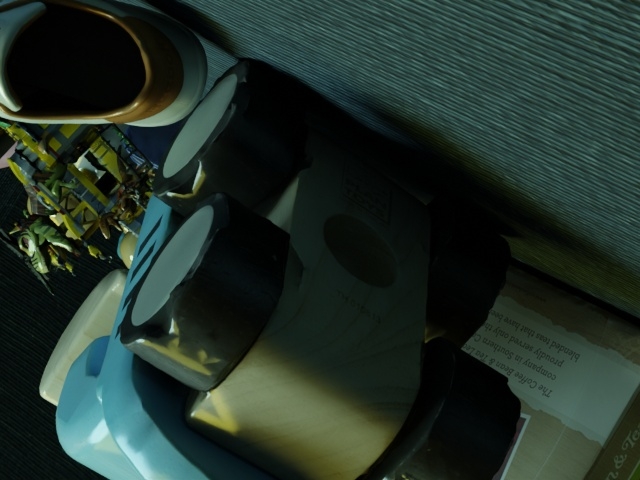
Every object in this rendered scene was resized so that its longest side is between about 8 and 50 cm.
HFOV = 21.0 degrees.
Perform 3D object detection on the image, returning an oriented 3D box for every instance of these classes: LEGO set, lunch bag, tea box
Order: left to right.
[{"bbox_3d":[-0.253,-0.027,1.510,0.255,0.192,0.331,37,172,35],"label":"LEGO set"},{"bbox_3d":[-0.129,-0.087,1.597,0.098,0.067,0.065,32,174,4],"label":"lunch bag"},{"bbox_3d":[0.167,0.169,1.332,0.329,0.220,0.323,28,175,46],"label":"tea box"}]

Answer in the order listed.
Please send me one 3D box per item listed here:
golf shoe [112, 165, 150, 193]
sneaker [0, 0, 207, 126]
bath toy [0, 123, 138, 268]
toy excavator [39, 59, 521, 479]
[{"bbox_3d":[-0.222,-0.120,1.912,0.120,0.105,0.273,1,168,-2],"label":"golf shoe"},{"bbox_3d":[-0.220,-0.135,1.066,0.290,0.106,0.123,10,-173,7],"label":"sneaker"},{"bbox_3d":[-0.293,-0.116,1.723,0.348,0.151,0.129,40,157,-12],"label":"bath toy"},{"bbox_3d":[-0.091,0.086,1.204,0.222,0.445,0.433,33,-147,-18],"label":"toy excavator"}]
